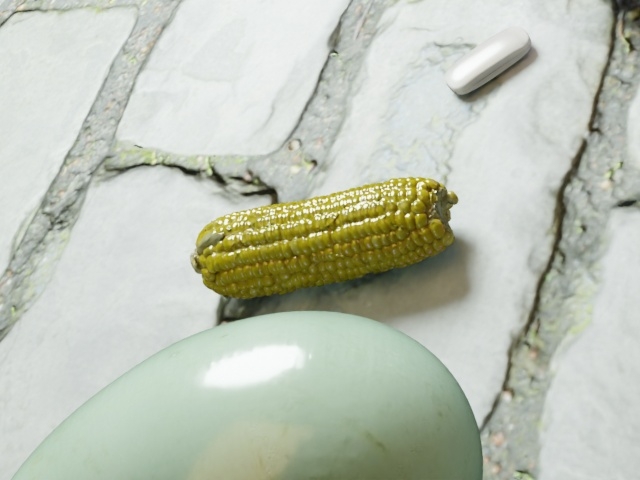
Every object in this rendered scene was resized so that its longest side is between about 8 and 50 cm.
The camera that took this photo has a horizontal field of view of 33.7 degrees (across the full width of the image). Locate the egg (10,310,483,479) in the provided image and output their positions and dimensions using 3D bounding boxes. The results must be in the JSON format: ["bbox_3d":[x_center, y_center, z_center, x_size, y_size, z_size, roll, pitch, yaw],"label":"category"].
[{"bbox_3d":[-0.069,0.182,0.694,0.371,0.230,0.230,-29,49,17],"label":"egg"}]

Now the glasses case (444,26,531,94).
[{"bbox_3d":[0.149,-0.161,0.943,0.083,0.021,0.032,-35,51,4],"label":"glasses case"}]

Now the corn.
[{"bbox_3d":[0.000,0.000,0.880,0.238,0.080,0.080,-10,55,21],"label":"corn"}]
